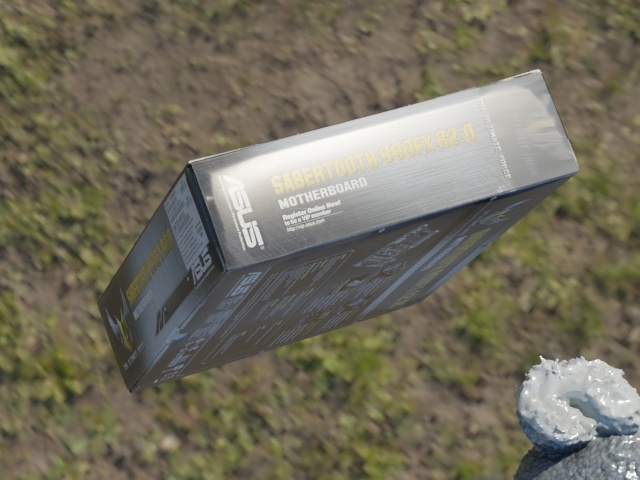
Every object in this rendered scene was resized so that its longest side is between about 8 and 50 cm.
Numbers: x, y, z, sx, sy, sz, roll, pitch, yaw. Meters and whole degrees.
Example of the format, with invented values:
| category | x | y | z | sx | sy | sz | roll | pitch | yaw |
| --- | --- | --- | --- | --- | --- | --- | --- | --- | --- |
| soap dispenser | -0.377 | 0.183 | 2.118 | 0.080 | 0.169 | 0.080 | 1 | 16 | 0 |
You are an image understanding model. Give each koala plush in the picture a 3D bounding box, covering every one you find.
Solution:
| category | x | y | z | sx | sy | sz | roll | pitch | yaw |
| --- | --- | --- | --- | --- | --- | --- | --- | --- | --- |
| koala plush | 0.215 | 0.156 | 1.167 | 0.221 | 0.203 | 0.196 | 6 | 131 | 13 |

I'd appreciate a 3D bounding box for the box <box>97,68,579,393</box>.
| category | x | y | z | sx | sy | sz | roll | pitch | yaw |
| --- | --- | --- | --- | --- | --- | --- | --- | --- | --- |
| box | 0.000 | 0.000 | 0.997 | 0.183 | 0.231 | 0.056 | -17 | 78 | -20 |
